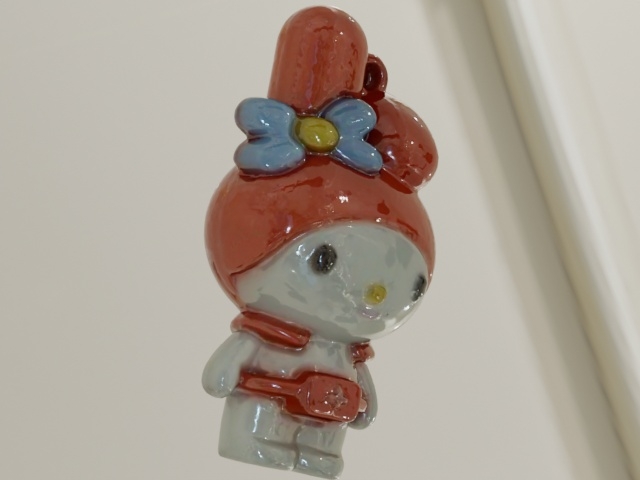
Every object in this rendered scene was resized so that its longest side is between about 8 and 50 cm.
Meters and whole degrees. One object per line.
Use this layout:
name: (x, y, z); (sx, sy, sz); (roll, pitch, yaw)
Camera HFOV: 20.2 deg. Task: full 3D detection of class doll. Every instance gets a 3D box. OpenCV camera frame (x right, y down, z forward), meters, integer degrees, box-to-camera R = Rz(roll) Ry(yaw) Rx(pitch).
doll: (0.000, 0.000, 1.124); (0.130, 0.161, 0.290); (1, -102, 54)
